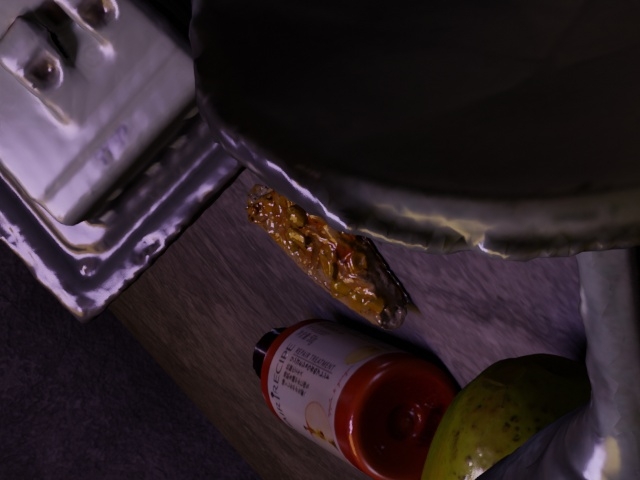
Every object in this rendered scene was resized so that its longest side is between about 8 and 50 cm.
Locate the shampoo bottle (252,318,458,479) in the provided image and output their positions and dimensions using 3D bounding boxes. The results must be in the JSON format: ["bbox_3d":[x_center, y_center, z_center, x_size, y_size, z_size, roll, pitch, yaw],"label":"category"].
[{"bbox_3d":[0.015,0.127,1.257,0.104,0.104,0.278,55,165,-19],"label":"shampoo bottle"}]

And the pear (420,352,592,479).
[{"bbox_3d":[0.137,0.158,0.836,0.187,0.187,0.219,23,142,61],"label":"pear"}]

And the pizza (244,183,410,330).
[{"bbox_3d":[0.000,0.000,1.104,0.178,0.041,0.131,45,164,18],"label":"pizza"}]

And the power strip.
[{"bbox_3d":[-0.159,-0.110,0.901,0.251,0.257,0.092,46,-159,-1],"label":"power strip"}]

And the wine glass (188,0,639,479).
[{"bbox_3d":[0.111,0.053,0.510,0.267,0.267,0.406,37,156,41],"label":"wine glass"}]
